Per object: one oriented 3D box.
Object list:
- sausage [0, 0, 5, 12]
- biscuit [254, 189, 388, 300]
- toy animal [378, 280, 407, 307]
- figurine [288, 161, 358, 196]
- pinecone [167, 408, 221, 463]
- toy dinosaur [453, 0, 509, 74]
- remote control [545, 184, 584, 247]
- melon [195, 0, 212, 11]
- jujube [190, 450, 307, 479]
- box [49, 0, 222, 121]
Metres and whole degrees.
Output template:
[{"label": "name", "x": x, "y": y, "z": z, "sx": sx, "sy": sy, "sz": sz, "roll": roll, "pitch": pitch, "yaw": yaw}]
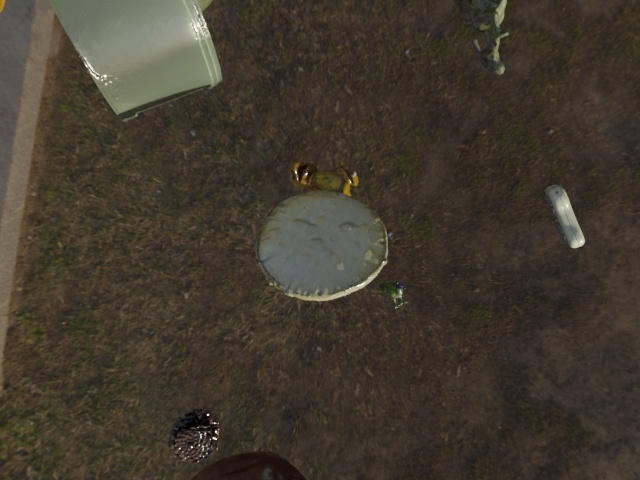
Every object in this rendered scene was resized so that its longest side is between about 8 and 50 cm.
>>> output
[{"label": "sausage", "x": -0.647, "y": -0.575, "z": 0.753, "sx": 0.134, "sy": 0.116, "sz": 0.353, "roll": -3, "pitch": 119, "yaw": -11}, {"label": "biscuit", "x": 0.000, "y": 0.000, "z": 0.497, "sx": 0.152, "sy": 0.020, "sz": 0.151, "roll": -1, "pitch": 57, "yaw": 2}, {"label": "toy animal", "x": 0.210, "y": 0.155, "z": 1.290, "sx": 0.041, "sy": 0.217, "sz": 0.074, "roll": -28, "pitch": 85, "yaw": -8}, {"label": "figurine", "x": 0.003, "y": -0.139, "z": 1.099, "sx": 0.176, "sy": 0.122, "sz": 0.121, "roll": 25, "pitch": 79, "yaw": 14}, {"label": "pinecone", "x": -0.333, "y": 0.518, "z": 1.194, "sx": 0.141, "sy": 0.120, "sz": 0.140, "roll": -2, "pitch": 111, "yaw": -6}, {"label": "toy dinosaur", "x": 0.293, "y": -0.457, "z": 0.827, "sx": 0.077, "sy": 0.162, "sz": 0.293, "roll": -15, "pitch": 96, "yaw": -7}, {"label": "remote control", "x": 0.465, "y": -0.046, "z": 0.852, "sx": 0.032, "sy": 0.074, "sz": 0.122, "roll": -22, "pitch": 95, "yaw": 23}, {"label": "melon", "x": -0.313, "y": -0.556, "z": 0.860, "sx": 0.272, "sy": 0.271, "sz": 0.308, "roll": 43, "pitch": 44, "yaw": 3}, {"label": "jujube", "x": -0.184, "y": 0.602, "z": 0.879, "sx": 0.277, "sy": 0.276, "sz": 0.376, "roll": 36, "pitch": 79, "yaw": 2}, {"label": "box", "x": -0.245, "y": -0.291, "z": 0.591, "sx": 0.150, "sy": 0.226, "sz": 0.226, "roll": -25, "pitch": 86, "yaw": -9}]
